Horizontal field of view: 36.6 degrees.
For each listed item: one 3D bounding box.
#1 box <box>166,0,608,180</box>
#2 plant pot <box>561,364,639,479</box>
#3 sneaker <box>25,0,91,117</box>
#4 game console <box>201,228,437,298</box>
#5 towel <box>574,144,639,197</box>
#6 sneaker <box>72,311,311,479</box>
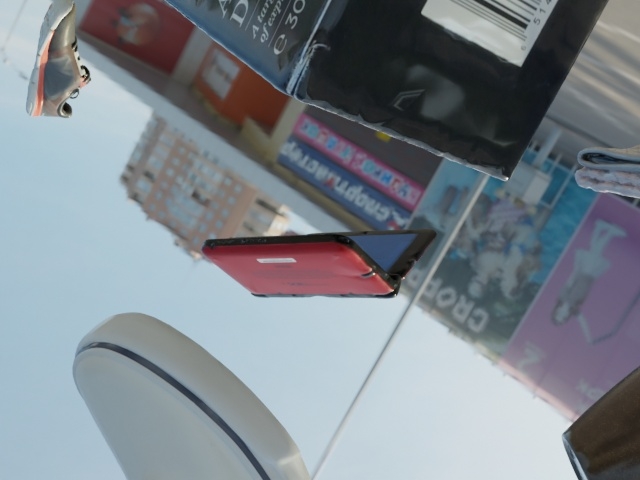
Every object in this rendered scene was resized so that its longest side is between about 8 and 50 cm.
[{"bbox_3d":[0.033,-0.274,0.750,0.212,0.294,0.395,16,-163,-36],"label":"box"},{"bbox_3d":[0.377,0.205,0.996,0.215,0.230,0.215,-24,-90,-86],"label":"plant pot"},{"bbox_3d":[-0.286,-0.203,1.086,0.064,0.158,0.061,12,-138,-20],"label":"sneaker"},{"bbox_3d":[0.000,0.000,0.780,0.144,0.085,0.124,-3,149,35],"label":"game console"},{"bbox_3d":[0.510,-0.079,1.091,0.316,0.054,0.331,-10,-163,-38],"label":"towel"},{"bbox_3d":[-0.046,0.156,0.451,0.091,0.094,0.258,-39,-79,-47],"label":"sneaker"}]
